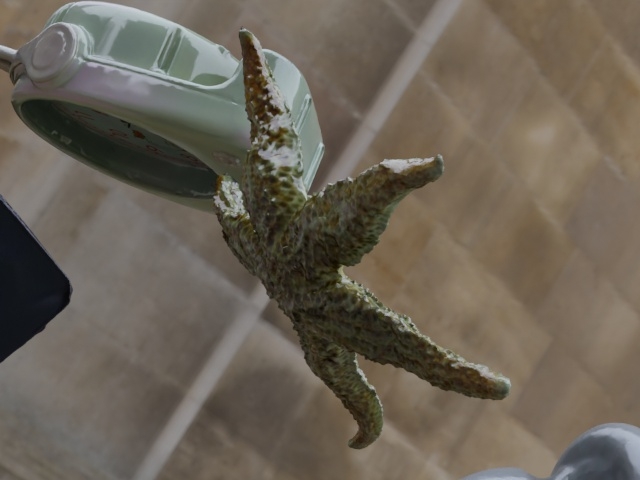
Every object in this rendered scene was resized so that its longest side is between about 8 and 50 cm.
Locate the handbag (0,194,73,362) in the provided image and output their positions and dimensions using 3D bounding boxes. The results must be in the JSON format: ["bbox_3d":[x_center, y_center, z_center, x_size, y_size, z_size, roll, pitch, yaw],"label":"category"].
[{"bbox_3d":[-0.526,0.040,1.952,0.118,0.269,0.326,31,-21,52],"label":"handbag"}]

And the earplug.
[{"bbox_3d":[0.264,0.331,1.671,0.325,0.214,0.175,-25,-45,23],"label":"earplug"}]

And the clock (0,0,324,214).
[{"bbox_3d":[-0.164,-0.128,1.365,0.324,0.109,0.265,19,-13,10],"label":"clock"}]

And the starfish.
[{"bbox_3d":[-0.002,0.000,1.039,0.347,0.078,0.358,63,-22,18],"label":"starfish"}]
